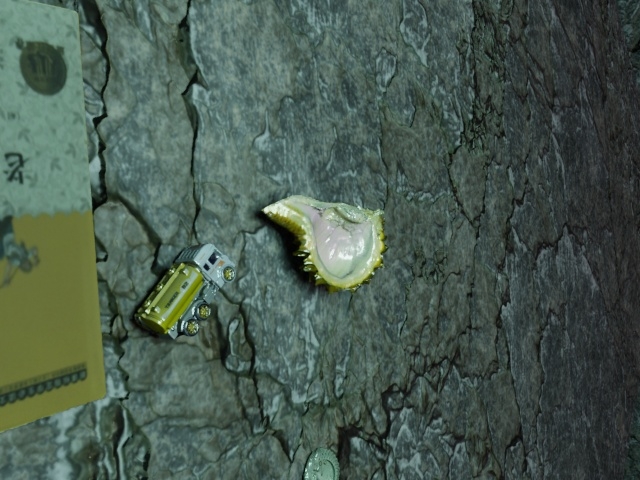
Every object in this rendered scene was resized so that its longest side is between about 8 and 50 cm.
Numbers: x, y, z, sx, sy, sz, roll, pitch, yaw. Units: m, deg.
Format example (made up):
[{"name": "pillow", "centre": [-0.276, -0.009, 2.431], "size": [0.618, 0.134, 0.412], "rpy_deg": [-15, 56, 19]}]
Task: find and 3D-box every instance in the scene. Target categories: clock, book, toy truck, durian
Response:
[{"name": "clock", "centre": [0.003, 0.335, 0.985], "size": [0.083, 0.010, 0.074], "rpy_deg": [38, 59, -45]}, {"name": "book", "centre": [-0.303, -0.024, 0.581], "size": [0.269, 0.032, 0.389], "rpy_deg": [-10, 97, -57]}, {"name": "toy truck", "centre": [-0.151, 0.057, 0.770], "size": [0.063, 0.052, 0.123], "rpy_deg": [52, 52, -29]}, {"name": "durian", "centre": [-0.005, -0.007, 0.947], "size": [0.224, 0.078, 0.140], "rpy_deg": [26, 80, -37]}]
